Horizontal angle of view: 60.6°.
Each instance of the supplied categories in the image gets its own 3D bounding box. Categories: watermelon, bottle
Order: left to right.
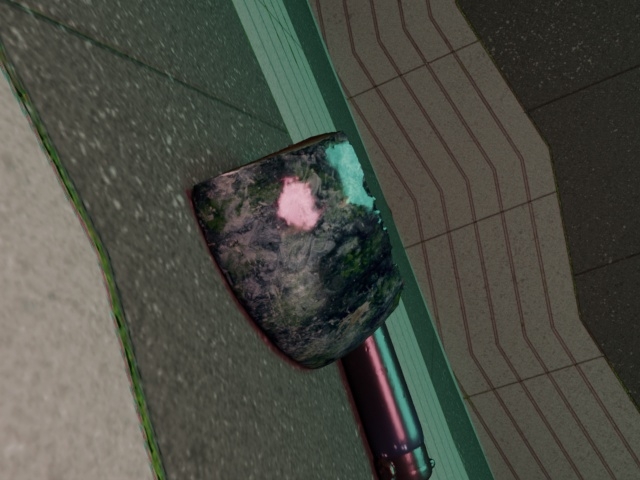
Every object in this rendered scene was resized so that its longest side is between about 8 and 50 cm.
[{"bbox_3d":[0.000,0.000,0.592,0.318,0.148,0.226,56,10,-50],"label":"watermelon"},{"bbox_3d":[0.078,0.199,0.720,0.082,0.072,0.244,-11,77,-40],"label":"bottle"}]
